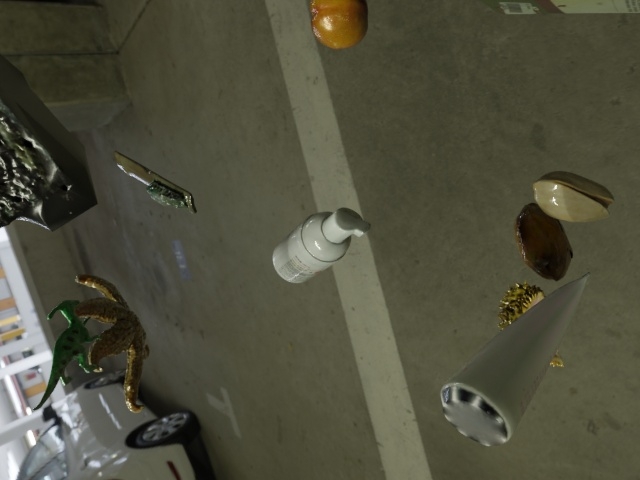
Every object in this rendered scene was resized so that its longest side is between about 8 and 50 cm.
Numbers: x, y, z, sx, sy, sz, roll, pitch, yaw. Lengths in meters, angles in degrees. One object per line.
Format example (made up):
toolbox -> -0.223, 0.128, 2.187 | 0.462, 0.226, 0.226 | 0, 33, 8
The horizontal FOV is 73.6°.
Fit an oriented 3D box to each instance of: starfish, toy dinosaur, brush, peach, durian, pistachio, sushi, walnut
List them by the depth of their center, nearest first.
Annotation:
toy dinosaur -> -0.207, 0.086, 0.343 | 0.021, 0.083, 0.062 | -10, 108, 10
brush -> -0.238, -0.079, 0.589 | 0.190, 0.028, 0.034 | 29, 142, 31
sushi -> -0.517, -0.136, 0.665 | 0.215, 0.212, 0.227 | 50, 172, 41
starfish -> -0.444, 0.193, 0.934 | 0.327, 0.094, 0.375 | 54, 163, 32
peach -> 0.039, -0.493, 0.935 | 0.138, 0.138, 0.138 | 26, 126, 43
durian -> 0.495, 0.211, 1.030 | 0.132, 0.165, 0.182 | -20, 127, 19
pistachio -> 0.624, -0.108, 1.065 | 0.185, 0.124, 0.124 | 17, 122, 21
walnut -> 0.612, 0.000, 1.189 | 0.137, 0.137, 0.245 | -55, 41, 49

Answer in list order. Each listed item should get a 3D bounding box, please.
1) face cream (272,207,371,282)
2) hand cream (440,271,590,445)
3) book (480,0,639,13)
face cream -> 0.000, 0.000, 1.144 | 0.145, 0.145, 0.370 | 64, 147, 8
hand cream -> 0.349, 0.192, 0.751 | 0.118, 0.359, 0.185 | 40, 144, 22
book -> 0.311, -0.263, 0.446 | 0.290, 0.201, 0.026 | 17, 112, 31
